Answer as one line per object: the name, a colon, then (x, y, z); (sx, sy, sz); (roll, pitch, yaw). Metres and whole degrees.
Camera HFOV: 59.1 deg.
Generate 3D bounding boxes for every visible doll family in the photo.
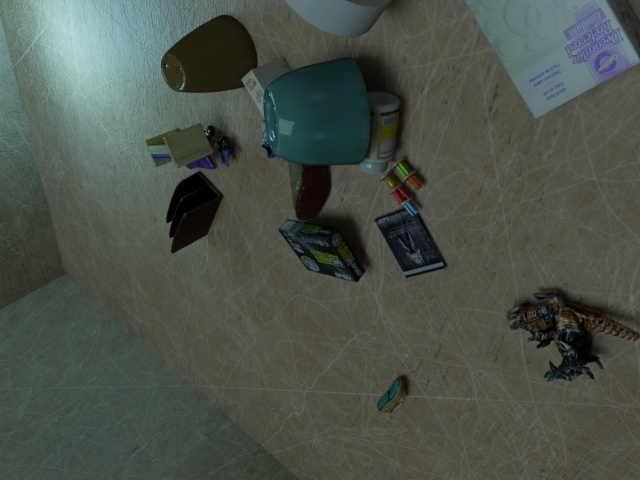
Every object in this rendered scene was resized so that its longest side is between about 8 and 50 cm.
doll family: (-0.385, -0.362, 2.115); (0.193, 0.076, 0.111); (32, 132, 18)

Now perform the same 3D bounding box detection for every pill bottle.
pill bottle: (0.156, -0.299, 1.583); (0.117, 0.117, 0.215); (27, 134, 29)

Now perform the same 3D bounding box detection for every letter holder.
letter holder: (-0.571, -0.109, 2.368); (0.152, 0.214, 0.302); (46, 141, 9)

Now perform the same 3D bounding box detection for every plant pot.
plant pot: (-0.025, -0.338, 1.543); (0.293, 0.235, 0.293); (170, 90, -75)
plant pot: (-0.372, -0.569, 1.803); (0.237, 0.254, 0.237); (25, 133, 29)

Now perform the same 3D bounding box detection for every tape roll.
tape roll: (0.033, -0.625, 1.333); (0.286, 0.286, 0.100); (51, 142, 3)

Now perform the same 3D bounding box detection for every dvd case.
dvd case: (0.280, 0.006, 1.762); (0.164, 0.018, 0.221); (-21, 101, 49)

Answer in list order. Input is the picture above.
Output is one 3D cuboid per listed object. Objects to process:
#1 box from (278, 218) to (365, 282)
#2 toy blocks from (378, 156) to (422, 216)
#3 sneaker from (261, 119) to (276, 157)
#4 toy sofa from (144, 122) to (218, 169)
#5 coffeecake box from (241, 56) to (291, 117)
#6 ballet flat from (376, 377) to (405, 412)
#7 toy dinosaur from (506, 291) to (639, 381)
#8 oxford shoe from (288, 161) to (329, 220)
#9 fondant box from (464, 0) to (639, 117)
box: (0.003, 0.033, 1.951); (0.270, 0.060, 0.216); (12, 144, 48)
toy blocks: (0.252, -0.152, 1.639); (0.148, 0.054, 0.123); (52, 142, 6)
sneaker: (-0.176, -0.343, 1.927); (0.052, 0.058, 0.135); (3, 119, 44)
toy sofa: (-0.534, -0.329, 2.145); (0.362, 0.150, 0.177); (15, 128, 60)
coffeecake box: (-0.131, -0.449, 1.736); (0.068, 0.142, 0.185); (-24, 100, 51)
ballet flat: (0.288, 0.597, 2.164); (0.073, 0.080, 0.232); (20, 140, -4)
toy dinosaur: (0.646, 0.244, 1.482); (0.322, 0.164, 0.218); (-175, 73, -67)
oxford shoe: (-0.047, -0.219, 1.870); (0.130, 0.123, 0.348); (55, 149, 37)
fondant box: (0.477, -0.458, 1.164); (0.238, 0.096, 0.330); (-28, 98, 51)
